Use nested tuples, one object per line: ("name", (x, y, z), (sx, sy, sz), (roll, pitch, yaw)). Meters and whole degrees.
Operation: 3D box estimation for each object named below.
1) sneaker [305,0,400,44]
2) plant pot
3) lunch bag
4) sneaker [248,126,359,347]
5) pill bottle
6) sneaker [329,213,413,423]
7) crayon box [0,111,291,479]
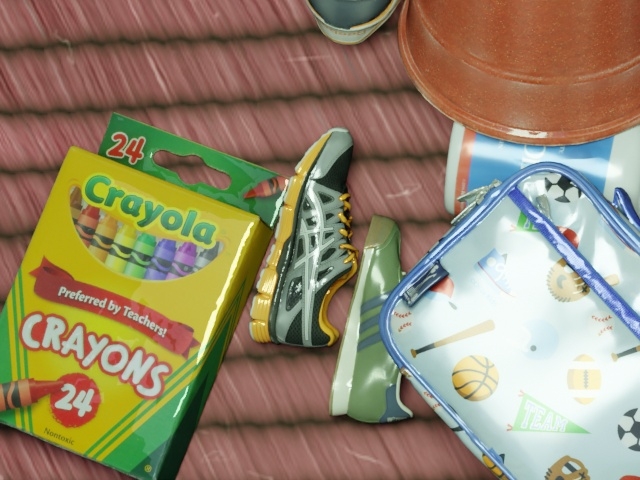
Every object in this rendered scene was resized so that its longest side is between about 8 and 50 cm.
("sneaker", (0.045, -0.331, 1.801), (0.126, 0.127, 0.321), (15, 60, 5))
("plant pot", (0.198, -0.269, 1.635), (0.272, 0.265, 0.272), (-2, 53, 3))
("lunch bag", (0.210, 0.085, 1.611), (0.243, 0.115, 0.303), (-42, 84, 6))
("sneaker", (0.000, 0.000, 1.776), (0.083, 0.084, 0.215), (16, 95, 10))
("pill bottle", (0.230, -0.066, 1.722), (0.221, 0.124, 0.124), (9, 83, 10))
("sneaker", (0.067, 0.078, 1.763), (0.086, 0.064, 0.192), (13, 84, 3))
("crayon box", (-0.179, 0.048, 1.794), (0.202, 0.081, 0.319), (20, 85, 12))
